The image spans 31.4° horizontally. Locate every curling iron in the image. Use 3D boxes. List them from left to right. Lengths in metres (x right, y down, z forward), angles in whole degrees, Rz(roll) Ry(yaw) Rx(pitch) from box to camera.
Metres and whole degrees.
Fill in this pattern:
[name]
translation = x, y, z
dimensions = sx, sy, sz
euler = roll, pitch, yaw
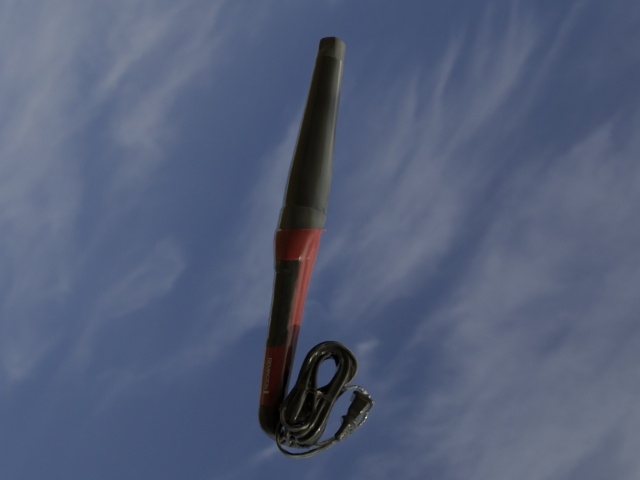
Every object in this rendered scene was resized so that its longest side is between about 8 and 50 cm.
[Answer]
[curling iron]
translation = 0.000, 0.000, 0.709
dimensions = 0.068, 0.035, 0.274
euler = 3, -109, -3
